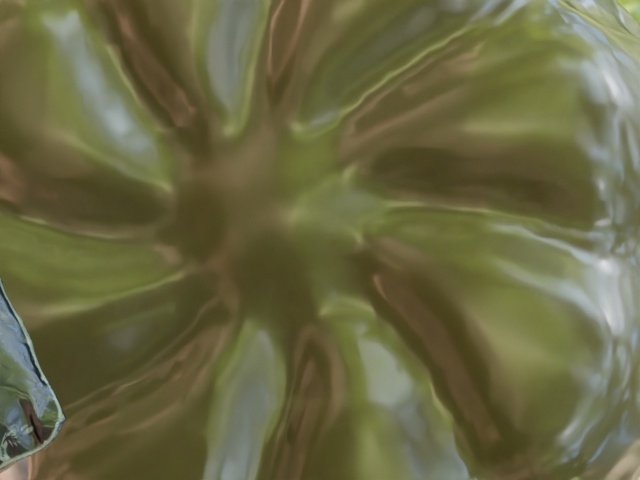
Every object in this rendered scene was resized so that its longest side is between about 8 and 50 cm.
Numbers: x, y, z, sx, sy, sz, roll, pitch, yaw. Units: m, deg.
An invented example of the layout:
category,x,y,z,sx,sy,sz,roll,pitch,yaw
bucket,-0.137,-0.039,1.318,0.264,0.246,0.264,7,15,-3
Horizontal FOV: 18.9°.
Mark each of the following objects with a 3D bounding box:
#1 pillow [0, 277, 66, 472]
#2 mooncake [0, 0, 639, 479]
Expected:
category,x,y,z,sx,sy,sz,roll,pitch,yaw
pillow,-0.188,0.066,0.649,0.141,0.208,0.055,61,10,32
mooncake,0.000,0.000,0.903,0.201,0.378,0.378,20,53,-67
